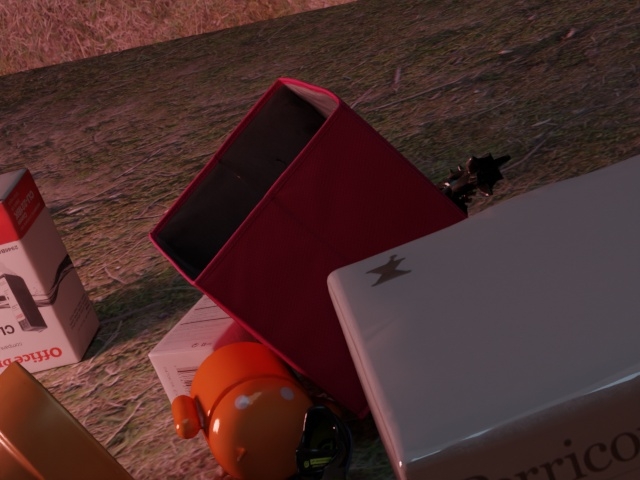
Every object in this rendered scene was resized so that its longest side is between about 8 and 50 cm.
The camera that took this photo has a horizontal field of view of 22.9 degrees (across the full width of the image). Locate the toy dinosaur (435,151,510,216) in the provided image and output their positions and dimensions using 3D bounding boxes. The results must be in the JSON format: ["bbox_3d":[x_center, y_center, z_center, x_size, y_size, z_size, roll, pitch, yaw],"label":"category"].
[{"bbox_3d":[0.158,-0.016,2.050,0.218,0.164,0.322,-27,37,32],"label":"toy dinosaur"}]

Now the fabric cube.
[{"bbox_3d":[0.000,0.000,1.800,0.259,0.258,0.254,-51,20,-2],"label":"fabric cube"}]

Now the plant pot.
[{"bbox_3d":[-0.271,0.292,1.543,0.203,0.291,0.291,-45,27,-13],"label":"plant pot"}]

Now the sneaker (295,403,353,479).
[{"bbox_3d":[-0.002,0.248,1.593,0.067,0.078,0.188,-13,47,15],"label":"sneaker"}]

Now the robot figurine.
[{"bbox_3d":[-0.072,0.192,1.764,0.128,0.158,0.219,-52,23,5],"label":"robot figurine"}]

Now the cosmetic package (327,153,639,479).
[{"bbox_3d":[0.235,0.186,1.126,0.329,0.394,0.327,-21,21,0],"label":"cosmetic package"}]

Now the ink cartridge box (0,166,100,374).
[{"bbox_3d":[-0.463,0.058,2.252,0.197,0.273,0.114,-14,26,17],"label":"ink cartridge box"}]

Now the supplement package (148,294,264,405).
[{"bbox_3d":[-0.114,0.134,1.972,0.105,0.105,0.179,-9,23,32],"label":"supplement package"}]
